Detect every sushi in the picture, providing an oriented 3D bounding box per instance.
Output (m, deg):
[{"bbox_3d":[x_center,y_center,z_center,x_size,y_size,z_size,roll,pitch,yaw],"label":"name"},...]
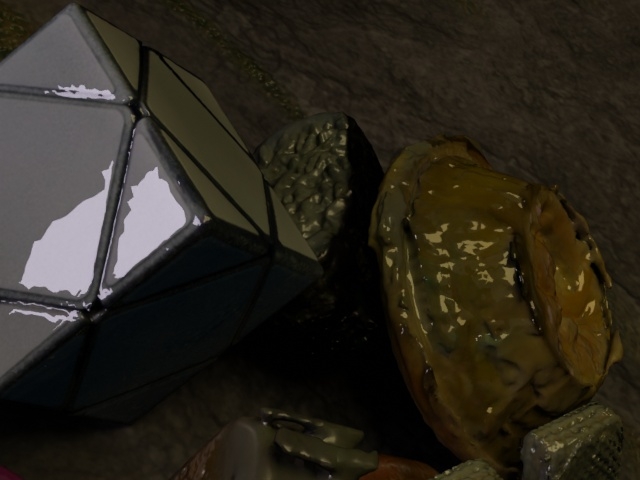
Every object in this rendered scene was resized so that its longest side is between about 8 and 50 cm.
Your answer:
[{"bbox_3d":[0.000,0.000,1.282,0.127,0.124,0.225,57,25,-32],"label":"sushi"}]

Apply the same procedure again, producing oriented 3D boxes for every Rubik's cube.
[{"bbox_3d":[-0.157,-0.011,1.119,0.207,0.205,0.205,58,13,21],"label":"Rubik's cube"}]

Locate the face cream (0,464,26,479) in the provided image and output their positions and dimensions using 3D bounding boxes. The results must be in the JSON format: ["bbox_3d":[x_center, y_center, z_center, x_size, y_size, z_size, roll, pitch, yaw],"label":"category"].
[{"bbox_3d":[-0.246,0.241,0.921,0.175,0.195,0.175,14,50,-18],"label":"face cream"}]

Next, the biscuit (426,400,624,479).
[{"bbox_3d":[0.136,0.222,1.185,0.250,0.147,0.046,-16,31,-36],"label":"biscuit"}]

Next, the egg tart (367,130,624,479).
[{"bbox_3d":[0.159,0.045,1.284,0.315,0.120,0.315,37,43,-45],"label":"egg tart"}]

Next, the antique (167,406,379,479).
[{"bbox_3d":[-0.059,0.215,0.984,0.150,0.284,0.125,15,49,-20],"label":"antique"}]

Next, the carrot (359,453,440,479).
[{"bbox_3d":[0.009,0.205,1.170,0.193,0.087,0.087,2,54,-30],"label":"carrot"}]
